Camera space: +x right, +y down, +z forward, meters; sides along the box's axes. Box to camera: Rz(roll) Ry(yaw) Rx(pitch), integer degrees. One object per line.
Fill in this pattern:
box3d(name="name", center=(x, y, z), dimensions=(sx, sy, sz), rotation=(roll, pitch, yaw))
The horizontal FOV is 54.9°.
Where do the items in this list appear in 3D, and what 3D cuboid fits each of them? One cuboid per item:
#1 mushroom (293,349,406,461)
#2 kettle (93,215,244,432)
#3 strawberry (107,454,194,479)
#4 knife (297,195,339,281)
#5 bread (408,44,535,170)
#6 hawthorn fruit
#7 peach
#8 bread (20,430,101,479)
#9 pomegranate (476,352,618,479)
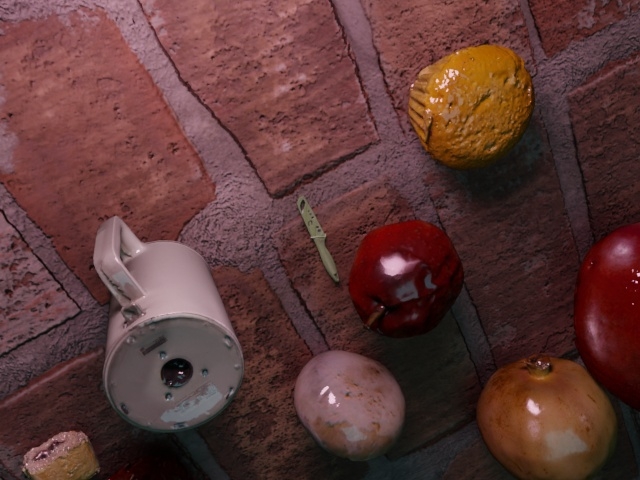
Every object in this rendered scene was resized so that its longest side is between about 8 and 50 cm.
box3d(name="mushroom", center=(0.049, 0.361, 1.297), dimensions=(0.243, 0.243, 0.244), rotation=(-7, 114, -15))
box3d(name="kettle", center=(-0.277, 0.128, 1.023), dimensions=(0.264, 0.318, 0.205), rotation=(25, 103, -24))
box3d(name="strawberry", center=(-0.365, 0.583, 1.253), dimensions=(0.220, 0.274, 0.274), rotation=(-12, 122, 29))
box3d(name="knife", center=(0.000, 0.000, 1.231), dimensions=(0.030, 0.014, 0.207), rotation=(-27, 117, -4))
box3d(name="bread", center=(0.280, -0.247, 1.147), dimensions=(0.239, 0.139, 0.240), rotation=(-7, 114, -15))
box3d(name="hawthorn fruit", center=(0.144, 0.094, 1.194), dimensions=(0.266, 0.210, 0.230), rotation=(-40, 142, -39))
box3d(name="peach", center=(0.734, 0.178, 1.325), dimensions=(0.338, 0.417, 0.353), rotation=(8, 148, -34))
box3d(name="bread", center=(-0.510, 0.437, 1.211), dimensions=(0.125, 0.082, 0.106), rotation=(-28, 128, -29))
box3d(name="pomegranate", center=(0.513, 0.404, 1.416), dimensions=(0.318, 0.319, 0.320), rotation=(-7, 114, -15))
